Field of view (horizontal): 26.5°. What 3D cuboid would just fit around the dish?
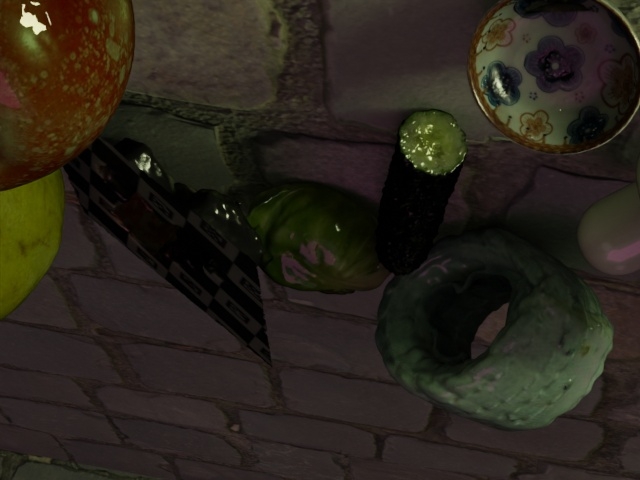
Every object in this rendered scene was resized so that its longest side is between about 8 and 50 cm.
[{"bbox_3d":[0.194,-0.148,1.089,0.141,0.078,0.141,10,121,17],"label":"dish"}]

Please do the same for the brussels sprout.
[{"bbox_3d":[0.000,0.003,1.508,0.181,0.100,0.139,34,137,-9],"label":"brussels sprout"}]

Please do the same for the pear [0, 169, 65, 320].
[{"bbox_3d":[-0.413,-0.056,1.352,0.287,0.287,0.375,1,139,24],"label":"pear"}]

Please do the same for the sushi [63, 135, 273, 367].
[{"bbox_3d":[-0.154,-0.031,1.476,0.320,0.069,0.339,38,163,17],"label":"sushi"}]

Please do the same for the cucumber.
[{"bbox_3d":[0.092,-0.037,1.378,0.072,0.072,0.300,12,156,0],"label":"cucumber"}]

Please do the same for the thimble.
[{"bbox_3d":[0.196,0.101,1.490,0.250,0.205,0.172,-8,151,43],"label":"thimble"}]

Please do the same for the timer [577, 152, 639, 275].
[{"bbox_3d":[0.339,0.010,1.158,0.240,0.233,0.233,-28,141,25],"label":"timer"}]

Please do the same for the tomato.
[{"bbox_3d":[-0.271,-0.176,1.045,0.270,0.223,0.270,13,139,11],"label":"tomato"}]
